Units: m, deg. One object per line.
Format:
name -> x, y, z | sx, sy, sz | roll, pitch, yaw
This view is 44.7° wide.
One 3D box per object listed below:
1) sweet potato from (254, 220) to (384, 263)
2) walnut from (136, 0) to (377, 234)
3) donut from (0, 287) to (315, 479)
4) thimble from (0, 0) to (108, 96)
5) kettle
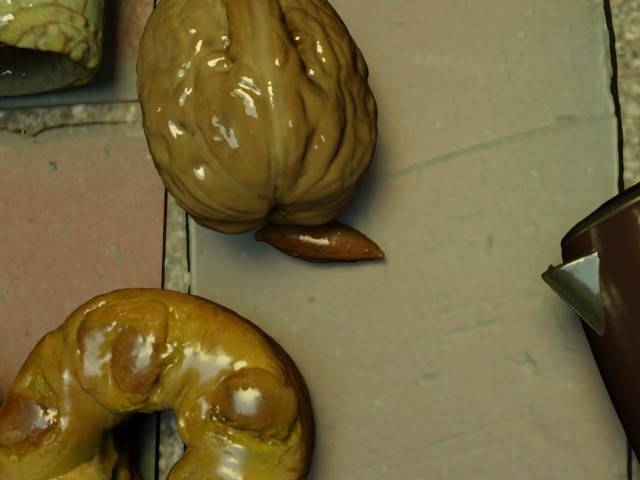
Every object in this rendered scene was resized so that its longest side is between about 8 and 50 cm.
sweet potato -> 0.000, 0.000, 0.559 | 0.095, 0.034, 0.034 | 11, 86, 3
walnut -> -0.043, -0.097, 0.520 | 0.156, 0.155, 0.184 | -19, 70, 11
donut -> -0.111, 0.142, 0.526 | 0.227, 0.114, 0.226 | -1, 84, 13
thimble -> -0.249, -0.189, 0.588 | 0.191, 0.137, 0.143 | -6, 84, 27
kettle -> 0.253, 0.061, 0.442 | 0.202, 0.144, 0.232 | -22, 76, -10
